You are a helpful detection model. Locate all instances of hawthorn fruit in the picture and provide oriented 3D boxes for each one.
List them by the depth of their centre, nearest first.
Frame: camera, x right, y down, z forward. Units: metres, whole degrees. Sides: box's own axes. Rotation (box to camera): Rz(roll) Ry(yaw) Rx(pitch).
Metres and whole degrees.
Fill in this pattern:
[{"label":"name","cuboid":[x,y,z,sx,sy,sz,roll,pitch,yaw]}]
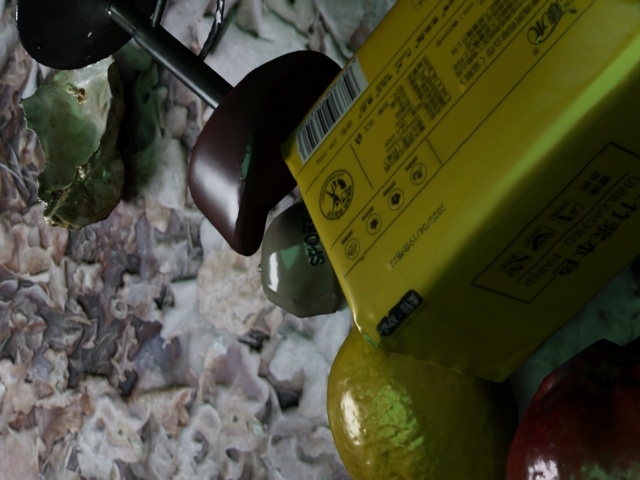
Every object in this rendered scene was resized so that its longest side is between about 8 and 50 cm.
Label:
[{"label":"hawthorn fruit","cuboid":[0.311,0.215,1.051,0.311,0.295,0.295,47,117,22]}]

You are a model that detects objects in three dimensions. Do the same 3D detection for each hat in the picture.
[{"label":"hat","cuboid":[0.000,0.000,1.347,0.175,0.085,0.147,-27,74,54]}]

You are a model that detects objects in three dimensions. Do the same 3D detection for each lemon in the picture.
[{"label":"lemon","cuboid":[0.100,0.173,1.245,0.188,0.188,0.257,-23,86,34]}]

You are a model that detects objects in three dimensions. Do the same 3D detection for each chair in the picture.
[{"label":"chair","cuboid":[-0.134,-0.176,1.365,0.401,0.226,0.226,43,116,26]}]

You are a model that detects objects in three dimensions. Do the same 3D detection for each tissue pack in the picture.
[{"label":"tissue pack","cuboid":[0.177,-0.106,1.116,0.382,0.228,0.293,-50,43,27]}]

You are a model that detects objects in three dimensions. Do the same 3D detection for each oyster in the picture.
[{"label":"oyster","cuboid":[-0.303,-0.120,1.578,0.161,0.107,0.233,-14,67,40]}]
